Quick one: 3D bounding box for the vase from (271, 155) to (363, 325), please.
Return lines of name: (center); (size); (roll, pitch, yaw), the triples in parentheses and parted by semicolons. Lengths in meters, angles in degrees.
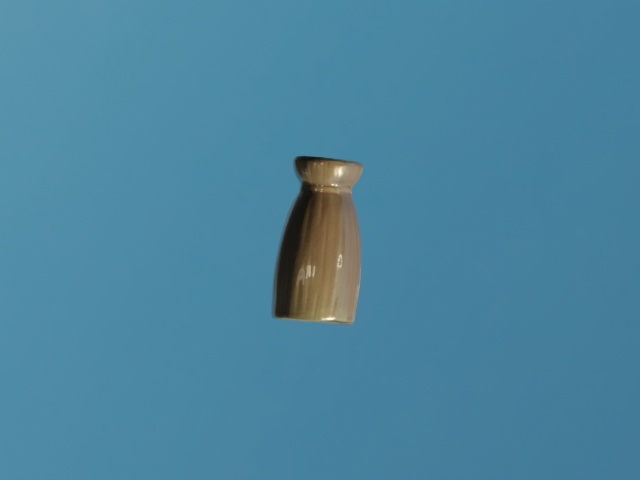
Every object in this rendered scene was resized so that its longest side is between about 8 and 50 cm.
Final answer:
vase: (0.000, 0.000, 1.079); (0.053, 0.053, 0.101); (4, -93, 39)
